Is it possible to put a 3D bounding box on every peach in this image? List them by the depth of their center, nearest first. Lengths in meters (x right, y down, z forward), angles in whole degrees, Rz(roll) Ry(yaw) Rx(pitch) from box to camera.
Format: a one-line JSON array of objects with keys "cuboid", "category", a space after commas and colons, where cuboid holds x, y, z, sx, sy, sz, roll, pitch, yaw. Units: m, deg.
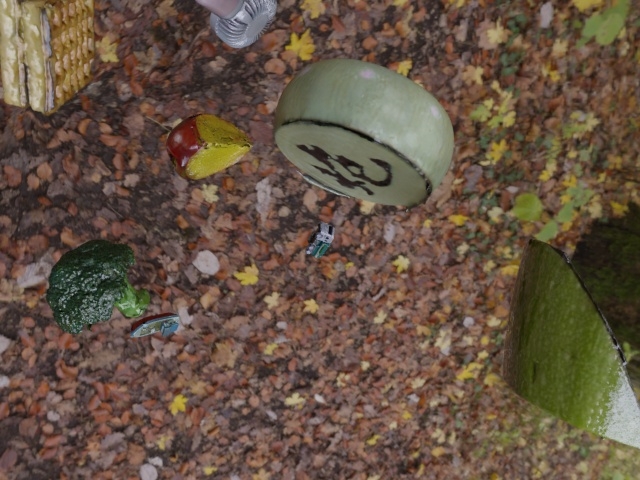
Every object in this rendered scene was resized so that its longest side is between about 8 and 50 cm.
[{"cuboid": [-0.223, -0.190, 1.037, 0.172, 0.127, 0.092, -30, 75, -35], "category": "peach"}]

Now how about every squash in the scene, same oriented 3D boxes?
[{"cuboid": [0.207, 0.096, 0.511, 0.085, 0.192, 0.184, -22, 87, 6], "category": "squash"}]

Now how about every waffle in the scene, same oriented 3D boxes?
[{"cuboid": [-0.253, -0.189, 0.506, 0.043, 0.148, 0.102, 7, 119, -10], "category": "waffle"}]

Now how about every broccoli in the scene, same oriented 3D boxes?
[{"cuboid": [-0.632, 0.144, 1.544, 0.297, 0.298, 0.297, -53, 130, -7], "category": "broccoli"}]

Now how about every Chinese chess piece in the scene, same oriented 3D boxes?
[{"cuboid": [0.078, -0.192, 1.030, 0.350, 0.349, 0.146, 31, 74, -31], "category": "Chinese chess piece"}]

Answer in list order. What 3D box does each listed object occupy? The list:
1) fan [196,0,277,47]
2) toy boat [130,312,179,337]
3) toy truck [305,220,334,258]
[{"cuboid": [-0.157, -0.420, 0.946, 0.130, 0.244, 0.074, -44, 86, 14], "category": "fan"}, {"cuboid": [-0.535, 0.281, 1.728, 0.173, 0.058, 0.069, -8, 141, -41], "category": "toy boat"}, {"cuboid": [0.000, 0.000, 1.083, 0.044, 0.039, 0.083, 21, 136, -14], "category": "toy truck"}]
